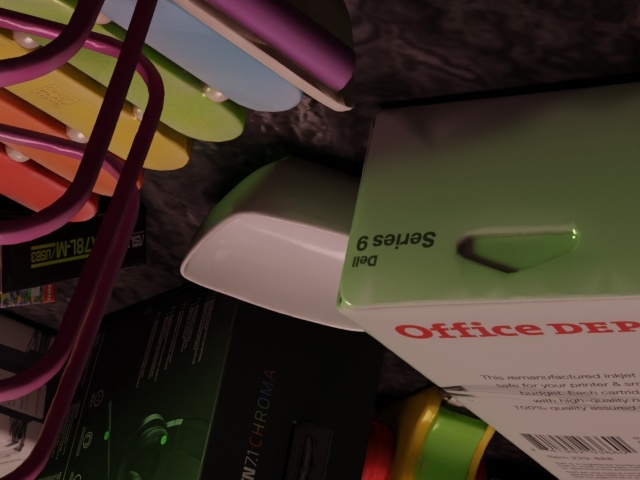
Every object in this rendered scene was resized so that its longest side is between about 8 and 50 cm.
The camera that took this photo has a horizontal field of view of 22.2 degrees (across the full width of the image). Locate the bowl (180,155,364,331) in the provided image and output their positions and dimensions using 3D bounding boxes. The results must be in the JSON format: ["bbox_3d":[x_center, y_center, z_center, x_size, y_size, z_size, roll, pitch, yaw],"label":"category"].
[{"bbox_3d":[0.000,0.000,0.969,0.142,0.053,0.142,19,157,-16],"label":"bowl"}]

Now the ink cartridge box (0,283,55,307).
[{"bbox_3d":[-0.216,0.028,1.107,0.063,0.029,0.115,3,-177,22],"label":"ink cartridge box"}]

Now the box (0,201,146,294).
[{"bbox_3d":[-0.229,0.001,0.989,0.191,0.045,0.184,2,-177,19],"label":"box"}]

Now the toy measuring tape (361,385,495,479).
[{"bbox_3d":[0.098,0.174,1.260,0.121,0.121,0.330,19,156,-18],"label":"toy measuring tape"}]

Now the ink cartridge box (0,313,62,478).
[{"bbox_3d":[-0.293,0.124,1.339,0.237,0.100,0.172,26,154,-31],"label":"ink cartridge box"}]

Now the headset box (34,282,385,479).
[{"bbox_3d":[-0.091,0.171,1.169,0.131,0.246,0.283,25,153,-28],"label":"headset box"}]

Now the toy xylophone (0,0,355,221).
[{"bbox_3d":[-0.146,-0.101,0.760,0.236,0.081,0.323,26,153,-32],"label":"toy xylophone"}]

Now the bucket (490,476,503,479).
[{"bbox_3d":[0.154,0.356,1.479,0.183,0.281,0.281,17,158,-28],"label":"bucket"}]

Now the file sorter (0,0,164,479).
[{"bbox_3d":[-0.149,-0.075,0.541,0.182,0.202,0.290,13,137,1],"label":"file sorter"}]

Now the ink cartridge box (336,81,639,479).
[{"bbox_3d":[0.174,0.035,0.880,0.211,0.121,0.289,-4,153,32],"label":"ink cartridge box"}]
